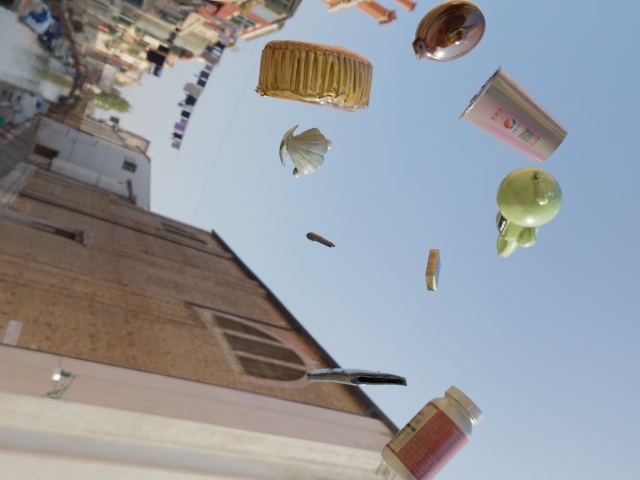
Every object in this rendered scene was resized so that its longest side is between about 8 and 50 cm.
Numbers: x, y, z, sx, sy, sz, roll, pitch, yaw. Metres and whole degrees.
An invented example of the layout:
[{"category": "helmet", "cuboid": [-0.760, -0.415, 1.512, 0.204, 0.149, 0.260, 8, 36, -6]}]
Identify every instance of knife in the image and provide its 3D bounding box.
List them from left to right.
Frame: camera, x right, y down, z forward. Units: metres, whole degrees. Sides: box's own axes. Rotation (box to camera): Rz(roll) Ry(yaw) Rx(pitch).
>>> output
[{"category": "knife", "cuboid": [0.000, 0.000, 1.811, 0.121, 0.018, 0.031, 27, -45, 32]}]

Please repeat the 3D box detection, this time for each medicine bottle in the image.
[{"category": "medicine bottle", "cuboid": [0.273, 0.479, 1.307, 0.250, 0.131, 0.131, -43, -155, -10]}]

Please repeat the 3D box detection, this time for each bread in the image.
[{"category": "bread", "cuboid": [-0.009, -0.282, 0.913, 0.199, 0.199, 0.104, -144, -120, -62]}]

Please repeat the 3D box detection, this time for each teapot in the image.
[{"category": "teapot", "cuboid": [0.217, -0.348, 0.908, 0.129, 0.098, 0.078, -19, -143, 9]}]

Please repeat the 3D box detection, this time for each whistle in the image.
[{"category": "whistle", "cuboid": [0.462, -0.060, 1.202, 0.141, 0.294, 0.141, -7, -120, 13]}]

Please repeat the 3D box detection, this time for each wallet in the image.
[{"category": "wallet", "cuboid": [0.100, 0.420, 1.658, 0.379, 0.191, 0.046, 151, -57, -66]}]

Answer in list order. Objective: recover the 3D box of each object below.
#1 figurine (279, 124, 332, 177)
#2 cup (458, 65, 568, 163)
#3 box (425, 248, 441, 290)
[{"category": "figurine", "cuboid": [-0.030, -0.158, 0.965, 0.082, 0.086, 0.094, -53, 162, -83]}, {"category": "cup", "cuboid": [0.606, -0.376, 1.669, 0.203, 0.288, 0.203, -53, 178, -2]}, {"category": "box", "cuboid": [0.255, 0.066, 1.210, 0.024, 0.053, 0.083, 0, -135, 20]}]
